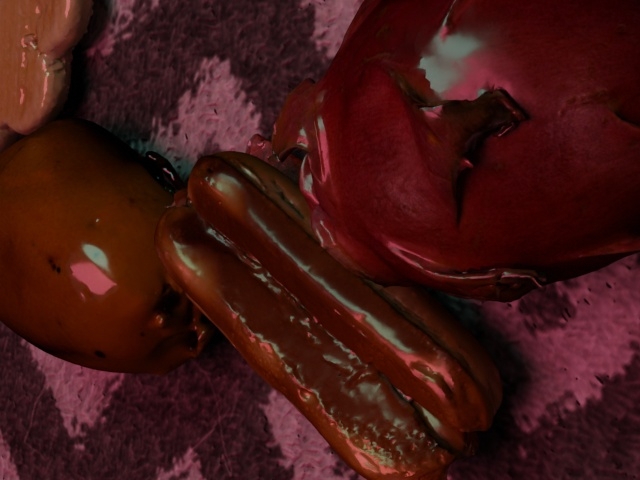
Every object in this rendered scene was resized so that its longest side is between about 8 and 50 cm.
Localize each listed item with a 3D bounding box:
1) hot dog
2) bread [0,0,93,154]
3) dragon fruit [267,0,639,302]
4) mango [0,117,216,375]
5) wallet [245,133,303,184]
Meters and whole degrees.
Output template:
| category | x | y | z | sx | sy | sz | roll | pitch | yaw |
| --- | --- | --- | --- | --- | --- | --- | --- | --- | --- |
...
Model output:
| category | x | y | z | sx | sy | sz | roll | pitch | yaw |
| --- | --- | --- | --- | --- | --- | --- | --- | --- | --- |
| hot dog | -0.001 | 0.047 | 1.187 | 0.337 | 0.100 | 0.135 | 41 | 112 | 31 |
| bread | -0.310 | -0.234 | 1.531 | 0.316 | 0.054 | 0.316 | 3 | 95 | 45 |
| dragon fruit | 0.120 | -0.077 | 0.985 | 0.315 | 0.250 | 0.250 | 7 | 99 | 52 |
| mango | -0.198 | 0.011 | 1.372 | 0.287 | 0.152 | 0.201 | 24 | 121 | 44 |
| wallet | 0.000 | 0.000 | 1.262 | 0.196 | 0.020 | 0.103 | 33 | 118 | 38 |
